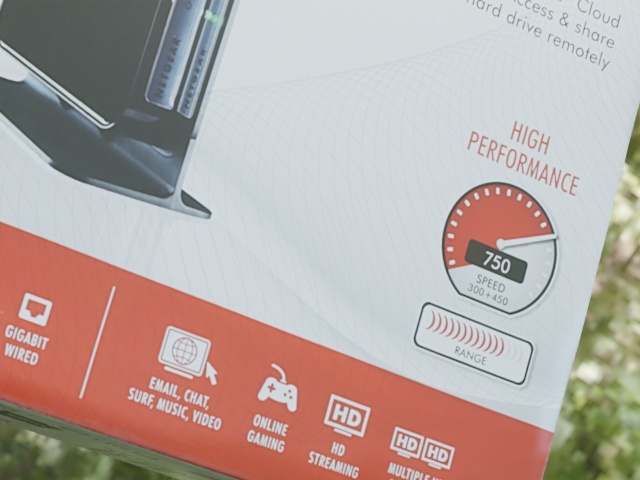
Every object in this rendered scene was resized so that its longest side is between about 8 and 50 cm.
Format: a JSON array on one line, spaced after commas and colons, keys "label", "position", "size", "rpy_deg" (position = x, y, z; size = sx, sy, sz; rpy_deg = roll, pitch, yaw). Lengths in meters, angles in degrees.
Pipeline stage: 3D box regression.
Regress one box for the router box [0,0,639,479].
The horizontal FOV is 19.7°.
[{"label": "router box", "position": [-0.058, -0.096, 0.533], "size": [0.335, 0.301, 0.082], "rpy_deg": [22, -13, -26]}]
